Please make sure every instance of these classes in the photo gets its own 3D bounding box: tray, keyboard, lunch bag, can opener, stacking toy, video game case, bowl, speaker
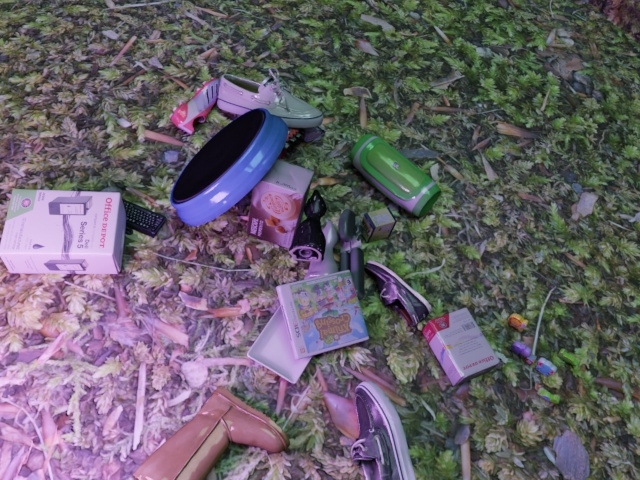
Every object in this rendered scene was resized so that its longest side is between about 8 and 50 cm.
[{"bbox_3d":[-0.064,0.238,1.608,0.145,0.030,0.270,29,54,9],"label":"tray"},{"bbox_3d":[-0.537,-0.063,1.720,0.180,0.023,0.108,22,54,4],"label":"keyboard"},{"bbox_3d":[-0.032,-0.375,2.036,0.083,0.053,0.071,-21,62,-34],"label":"lunch bag"},{"bbox_3d":[0.078,0.045,1.742,0.093,0.074,0.280,32,45,-41],"label":"can opener"},{"bbox_3d":[0.588,0.323,1.682,0.221,0.052,0.167,35,56,11],"label":"stacking toy"},{"bbox_3d":[0.008,0.190,1.591,0.213,0.023,0.193,-11,80,-26],"label":"video game case"},{"bbox_3d":[-0.259,-0.212,1.682,0.077,0.391,0.391,46,48,-28],"label":"bowl"},{"bbox_3d":[0.233,-0.208,1.932,0.296,0.131,0.131,42,57,17],"label":"speaker"}]

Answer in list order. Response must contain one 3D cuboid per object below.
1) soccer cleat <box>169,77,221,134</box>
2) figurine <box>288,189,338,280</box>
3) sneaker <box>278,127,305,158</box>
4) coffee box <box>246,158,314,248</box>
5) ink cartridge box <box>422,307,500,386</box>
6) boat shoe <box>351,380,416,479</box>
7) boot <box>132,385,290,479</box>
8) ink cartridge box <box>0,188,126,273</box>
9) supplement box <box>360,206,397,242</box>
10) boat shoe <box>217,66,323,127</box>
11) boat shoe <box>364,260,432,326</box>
[{"bbox_3d":[-0.387,-0.440,1.994,0.095,0.083,0.248,44,52,-9],"label":"soccer cleat"},{"bbox_3d":[0.000,0.000,1.699,0.092,0.215,0.209,-4,50,18],"label":"figurine"},{"bbox_3d":[-0.167,-0.302,1.924,0.135,0.097,0.276,40,58,13],"label":"sneaker"},{"bbox_3d":[-0.116,-0.102,1.701,0.141,0.246,0.098,20,52,1],"label":"coffee box"},{"bbox_3d":[0.375,0.285,1.646,0.128,0.072,0.175,-15,60,-22],"label":"ink cartridge box"},{"bbox_3d":[0.131,0.490,1.417,0.119,0.121,0.335,-7,59,-23],"label":"boat shoe"},{"bbox_3d":[-0.235,0.487,1.364,0.236,0.089,0.269,27,52,22],"label":"boot"},{"bbox_3d":[-0.659,-0.022,1.593,0.273,0.114,0.198,1,59,-9],"label":"ink cartridge box"},{"bbox_3d":[0.170,-0.045,1.827,0.083,0.083,0.056,-15,60,-23],"label":"supplement box"},{"bbox_3d":[-0.159,-0.472,1.963,0.367,0.156,0.136,18,32,18],"label":"boat shoe"},{"bbox_3d":[0.200,0.143,1.704,0.079,0.084,0.233,-42,68,-14],"label":"boat shoe"}]
